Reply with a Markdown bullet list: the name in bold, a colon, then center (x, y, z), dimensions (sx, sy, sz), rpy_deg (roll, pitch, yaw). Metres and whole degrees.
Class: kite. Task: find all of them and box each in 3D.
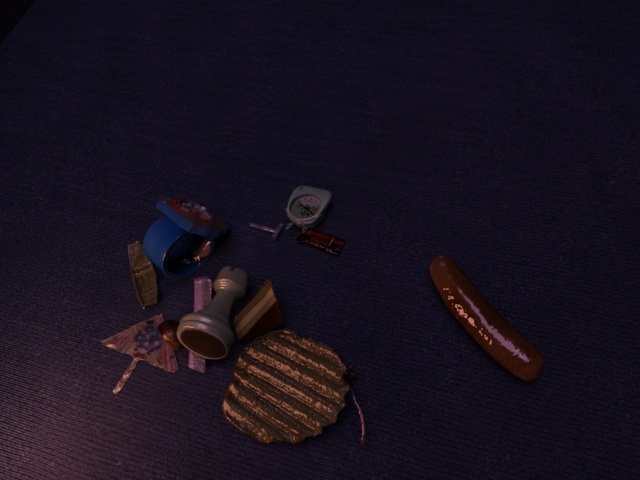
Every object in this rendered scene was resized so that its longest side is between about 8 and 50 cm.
- **kite**: center (-0.643, 0.402, 1.799), dimensions (0.336, 0.011, 0.314), rpy_deg (16, 66, 17)

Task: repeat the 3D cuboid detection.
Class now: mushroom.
- **mushroom**: center (-0.515, 0.330, 1.752), dimensions (0.127, 0.127, 0.087), rpy_deg (34, 84, 23)

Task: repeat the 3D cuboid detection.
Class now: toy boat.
- **toy boat**: center (-0.674, 0.132, 1.923), dimensions (0.093, 0.055, 0.292), rpy_deg (-24, 62, -4)

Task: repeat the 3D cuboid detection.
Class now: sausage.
- **sausage**: center (0.519, 0.247, 1.639), dimensions (0.136, 0.123, 0.500), rpy_deg (-33, 62, -12)

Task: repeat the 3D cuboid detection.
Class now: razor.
- **razor**: center (-0.217, -0.047, 1.964), dimensions (0.135, 0.040, 0.068), rpy_deg (16, 65, 24)

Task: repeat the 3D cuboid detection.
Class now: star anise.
- **star anise**: center (0.068, 0.480, 1.555), dimensions (0.149, 0.218, 0.227), rpy_deg (-19, 19, -3)

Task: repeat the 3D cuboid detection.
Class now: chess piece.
- **chess piece**: center (-0.347, 0.233, 1.724), dimensions (0.195, 0.194, 0.298), rpy_deg (8, 46, 13)

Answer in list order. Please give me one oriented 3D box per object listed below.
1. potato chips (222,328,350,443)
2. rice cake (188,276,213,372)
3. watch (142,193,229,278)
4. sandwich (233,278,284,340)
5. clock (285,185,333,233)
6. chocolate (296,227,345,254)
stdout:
- **potato chips**: center (-0.117, 0.470, 1.609), dimensions (0.430, 0.070, 0.358), rpy_deg (18, 74, 30)
- **rice cake**: center (-0.424, 0.297, 1.794), dimensions (0.073, 0.056, 0.364), rpy_deg (0, 61, -9)
- **watch**: center (-0.499, -0.005, 1.889), dimensions (0.242, 0.305, 0.274), rpy_deg (36, 103, 27)
- **sandwich**: center (-0.229, 0.242, 1.734), dimensions (0.188, 0.144, 0.117), rpy_deg (-22, 43, -4)
- **clock**: center (-0.057, -0.114, 1.945), dimensions (0.160, 0.066, 0.210), rpy_deg (16, 61, 22)
- **chocolate**: center (0.000, 0.000, 1.906), dimensions (0.183, 0.028, 0.086), rpy_deg (16, 56, 20)
